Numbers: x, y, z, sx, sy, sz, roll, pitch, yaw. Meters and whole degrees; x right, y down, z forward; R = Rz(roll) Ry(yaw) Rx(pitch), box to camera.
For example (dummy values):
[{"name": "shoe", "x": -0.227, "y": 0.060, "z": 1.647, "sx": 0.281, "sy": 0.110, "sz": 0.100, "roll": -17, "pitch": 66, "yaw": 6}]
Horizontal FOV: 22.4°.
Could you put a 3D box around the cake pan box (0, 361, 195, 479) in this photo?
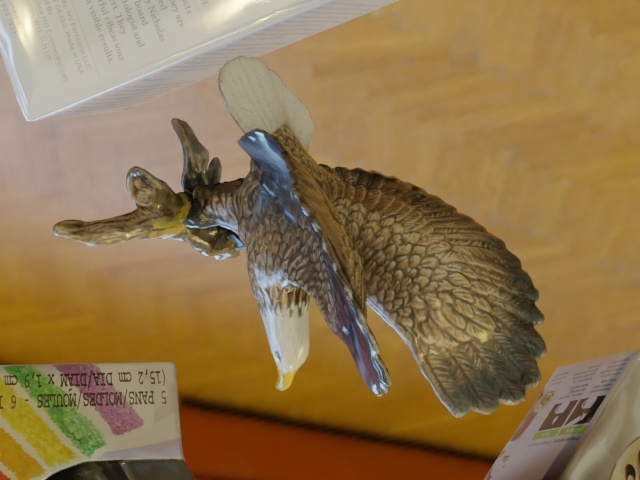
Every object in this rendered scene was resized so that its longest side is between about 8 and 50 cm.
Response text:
[{"name": "cake pan box", "x": -0.195, "y": 0.188, "z": 0.909, "sx": 0.267, "sy": 0.245, "sz": 0.070, "roll": 1, "pitch": 146, "yaw": -11}]

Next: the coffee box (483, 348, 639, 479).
[{"name": "coffee box", "x": 0.187, "y": 0.249, "z": 1.190, "sx": 0.168, "sy": 0.297, "sz": 0.119, "roll": 45, "pitch": 152, "yaw": -11}]

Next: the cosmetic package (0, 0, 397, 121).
[{"name": "cosmetic package", "x": -0.078, "y": -0.270, "z": 1.586, "sx": 0.453, "sy": 0.161, "sz": 0.230, "roll": -19, "pitch": -179, "yaw": 18}]

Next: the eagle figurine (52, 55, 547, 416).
[{"name": "eagle figurine", "x": 0.002, "y": 0.010, "z": 1.167, "sx": 0.298, "sy": 0.226, "sz": 0.225, "roll": 12, "pitch": 135, "yaw": 40}]
